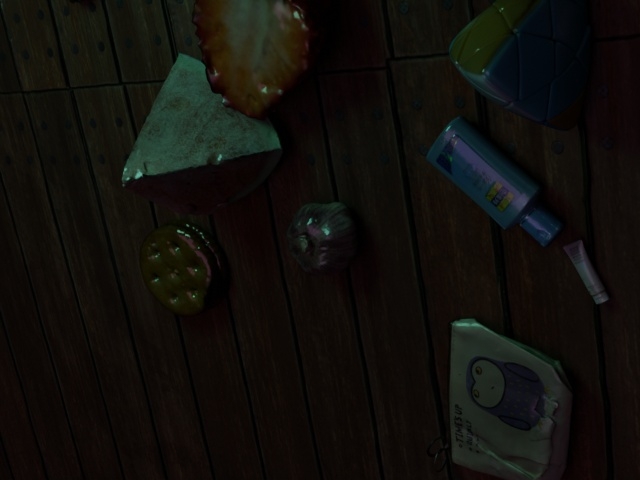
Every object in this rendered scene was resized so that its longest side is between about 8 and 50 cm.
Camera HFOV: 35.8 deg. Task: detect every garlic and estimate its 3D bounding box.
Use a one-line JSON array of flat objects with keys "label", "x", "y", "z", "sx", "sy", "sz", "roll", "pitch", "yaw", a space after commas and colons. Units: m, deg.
[{"label": "garlic", "x": 0.000, "y": 0.000, "z": 1.899, "sx": 0.159, "sy": 0.102, "sz": 0.147, "roll": -35, "pitch": 89, "yaw": 41}]

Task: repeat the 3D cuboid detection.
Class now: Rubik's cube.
[{"label": "Rubik's cube", "x": 0.313, "y": -0.249, "z": 1.489, "sx": 0.255, "sy": 0.254, "sz": 0.254, "roll": 15, "pitch": 118, "yaw": 30}]

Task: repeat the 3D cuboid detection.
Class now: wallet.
[{"label": "wallet", "x": 0.331, "y": 0.316, "z": 1.823, "sx": 0.275, "sy": 0.068, "sz": 0.335, "roll": 14, "pitch": 116, "yaw": 33}]

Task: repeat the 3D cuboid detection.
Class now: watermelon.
[{"label": "watermelon", "x": -0.271, "y": -0.193, "z": 1.929, "sx": 0.283, "sy": 0.293, "sz": 0.250, "roll": -53, "pitch": 46, "yaw": 35}]

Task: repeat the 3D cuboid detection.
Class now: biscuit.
[{"label": "biscuit", "x": -0.300, "y": 0.061, "z": 2.168, "sx": 0.221, "sy": 0.066, "sz": 0.220, "roll": 15, "pitch": 118, "yaw": 29}]

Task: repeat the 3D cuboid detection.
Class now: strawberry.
[{"label": "strawberry", "x": -0.096, "y": -0.382, "z": 1.783, "sx": 0.265, "sy": 0.149, "sz": 0.336, "roll": 30, "pitch": 135, "yaw": 14}]

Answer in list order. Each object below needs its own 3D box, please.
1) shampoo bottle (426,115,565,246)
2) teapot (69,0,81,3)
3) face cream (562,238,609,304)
[{"label": "shampoo bottle", "x": 0.300, "y": -0.092, "z": 1.667, "sx": 0.258, "sy": 0.061, "sz": 0.103, "roll": 43, "pitch": 128, "yaw": 12}, {"label": "teapot", "x": -0.570, "y": -0.610, "z": 2.021, "sx": 0.182, "sy": 0.173, "sz": 0.269, "roll": 41, "pitch": 161, "yaw": 57}, {"label": "face cream", "x": 0.446, "y": 0.052, "z": 1.652, "sx": 0.038, "sy": 0.020, "sz": 0.115, "roll": -28, "pitch": 91, "yaw": 41}]
